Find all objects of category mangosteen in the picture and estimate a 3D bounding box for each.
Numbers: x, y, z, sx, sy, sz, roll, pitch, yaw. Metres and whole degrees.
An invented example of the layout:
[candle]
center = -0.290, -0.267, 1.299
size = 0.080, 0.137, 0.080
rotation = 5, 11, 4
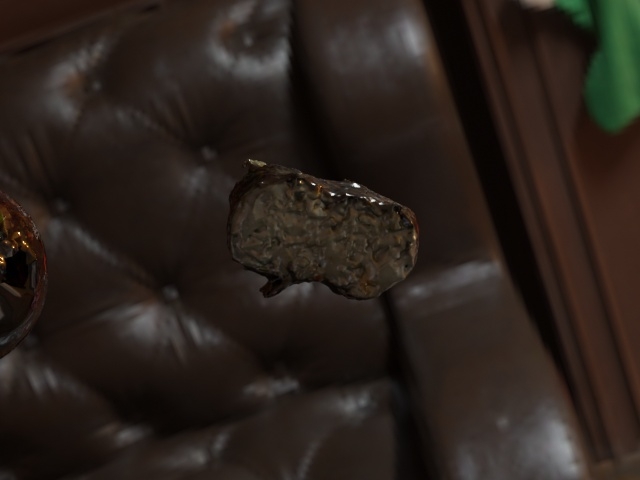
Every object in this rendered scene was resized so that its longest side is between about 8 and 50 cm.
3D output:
[mangosteen]
center = -0.409, 0.020, 2.102
size = 0.231, 0.231, 0.289
rotation = -33, -8, -28

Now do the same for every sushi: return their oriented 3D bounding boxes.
[sushi]
center = 0.000, 0.000, 2.074
size = 0.213, 0.147, 0.115
rotation = 10, 7, -6
